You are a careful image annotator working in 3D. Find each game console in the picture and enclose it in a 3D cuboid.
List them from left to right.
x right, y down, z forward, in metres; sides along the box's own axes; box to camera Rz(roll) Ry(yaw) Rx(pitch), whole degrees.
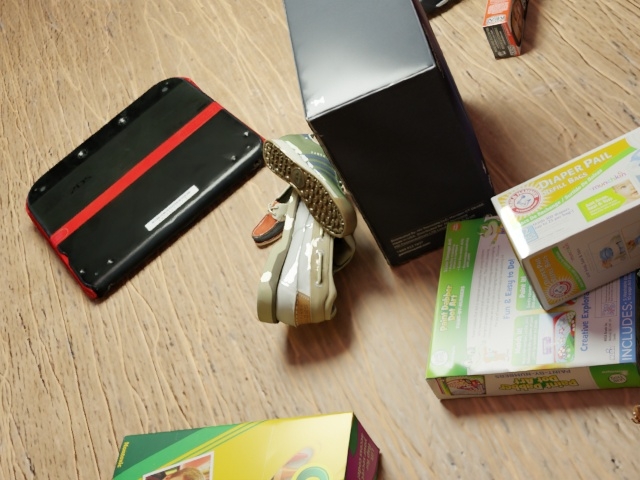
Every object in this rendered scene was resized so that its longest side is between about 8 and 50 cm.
[{"bbox_3d":[-0.307,-0.105,1.773,0.386,0.060,0.342,-41,48,-8],"label":"game console"}]

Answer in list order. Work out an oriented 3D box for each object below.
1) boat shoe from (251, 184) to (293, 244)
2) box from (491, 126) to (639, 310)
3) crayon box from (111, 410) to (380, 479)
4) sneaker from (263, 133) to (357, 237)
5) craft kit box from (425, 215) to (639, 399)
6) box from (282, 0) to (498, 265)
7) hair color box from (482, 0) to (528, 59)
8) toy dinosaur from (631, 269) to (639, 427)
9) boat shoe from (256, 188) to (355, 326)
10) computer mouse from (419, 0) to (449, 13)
[{"bbox_3d":[-0.057,-0.050,1.567,0.137,0.043,0.049,-44,45,-10],"label":"boat shoe"},{"bbox_3d":[0.318,-0.026,1.191,0.203,0.103,0.114,-26,43,8],"label":"box"},{"bbox_3d":[-0.109,0.382,1.147,0.313,0.106,0.362,-11,46,23],"label":"crayon box"},{"bbox_3d":[0.008,-0.086,1.412,0.086,0.064,0.192,-21,53,-33],"label":"sneaker"},{"bbox_3d":[0.263,0.069,1.253,0.247,0.061,0.249,-6,48,24],"label":"craft kit box"},{"bbox_3d":[0.098,-0.182,1.408,0.183,0.294,0.296,-23,43,12],"label":"box"},{"bbox_3d":[0.293,-0.360,1.621,0.043,0.072,0.141,-5,50,28],"label":"hair color box"},{"bbox_3d":[0.457,0.075,1.068,0.322,0.164,0.218,-25,55,-23],"label":"toy dinosaur"},{"bbox_3d":[0.000,0.000,1.450,0.103,0.113,0.302,8,51,11],"label":"boat shoe"},{"bbox_3d":[0.164,-0.445,1.794,0.262,0.060,0.184,-40,45,9],"label":"computer mouse"}]
